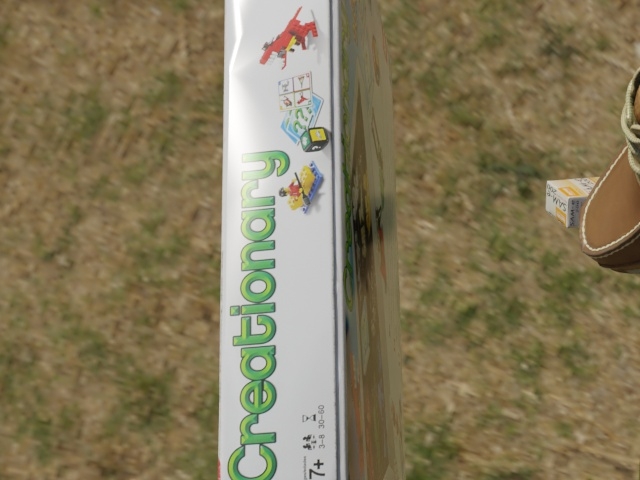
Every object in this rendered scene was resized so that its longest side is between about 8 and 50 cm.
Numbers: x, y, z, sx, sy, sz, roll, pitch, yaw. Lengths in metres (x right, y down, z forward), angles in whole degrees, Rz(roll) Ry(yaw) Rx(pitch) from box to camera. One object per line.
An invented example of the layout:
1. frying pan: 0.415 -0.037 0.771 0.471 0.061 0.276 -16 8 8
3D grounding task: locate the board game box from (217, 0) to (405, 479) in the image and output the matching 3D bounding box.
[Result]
1. board game box: 0.000 0.000 0.767 0.053 0.193 0.305 -5 64 9

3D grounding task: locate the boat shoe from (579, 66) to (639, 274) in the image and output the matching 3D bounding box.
1. boat shoe: 0.271 -0.093 1.203 0.324 0.119 0.123 -50 33 46

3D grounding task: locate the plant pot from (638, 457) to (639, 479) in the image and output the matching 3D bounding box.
1. plant pot: 0.301 0.181 0.945 0.227 0.228 0.207 -31 53 -13

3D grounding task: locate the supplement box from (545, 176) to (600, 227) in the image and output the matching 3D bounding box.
1. supplement box: 0.296 -0.043 1.811 0.062 0.098 0.036 -130 37 -65
